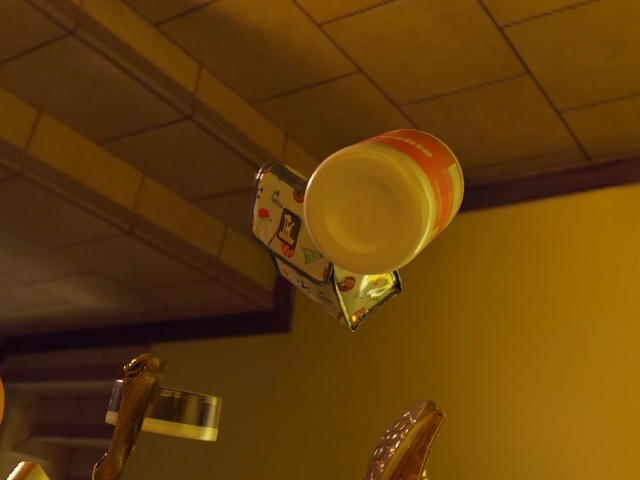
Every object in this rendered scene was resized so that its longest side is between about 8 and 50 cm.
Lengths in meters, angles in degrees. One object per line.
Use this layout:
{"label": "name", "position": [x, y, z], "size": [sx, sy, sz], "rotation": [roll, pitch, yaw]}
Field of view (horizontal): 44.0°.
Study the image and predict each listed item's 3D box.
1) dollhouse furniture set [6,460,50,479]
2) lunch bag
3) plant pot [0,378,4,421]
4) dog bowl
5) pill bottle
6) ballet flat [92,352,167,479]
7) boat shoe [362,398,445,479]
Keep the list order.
{"label": "dollhouse furniture set", "position": [-0.374, 0.348, 0.901], "size": [0.123, 0.144, 0.151], "rotation": [1, 128, 28]}
{"label": "lunch bag", "position": [0.000, 0.000, 2.012], "size": [0.328, 0.239, 0.385], "rotation": [35, 157, 35]}
{"label": "plant pot", "position": [-0.422, 0.165, 0.791], "size": [0.205, 0.205, 0.188], "rotation": [5, 168, 9]}
{"label": "dog bowl", "position": [-0.372, 0.408, 1.900], "size": [0.265, 0.104, 0.265], "rotation": [9, 166, 2]}
{"label": "pill bottle", "position": [0.143, -0.091, 1.512], "size": [0.229, 0.228, 0.408], "rotation": [-1, -167, 22]}
{"label": "ballet flat", "position": [-0.294, 0.277, 1.171], "size": [0.058, 0.249, 0.084], "rotation": [22, -167, -11]}
{"label": "boat shoe", "position": [0.129, 0.409, 1.292], "size": [0.116, 0.324, 0.123], "rotation": [26, -170, -2]}
